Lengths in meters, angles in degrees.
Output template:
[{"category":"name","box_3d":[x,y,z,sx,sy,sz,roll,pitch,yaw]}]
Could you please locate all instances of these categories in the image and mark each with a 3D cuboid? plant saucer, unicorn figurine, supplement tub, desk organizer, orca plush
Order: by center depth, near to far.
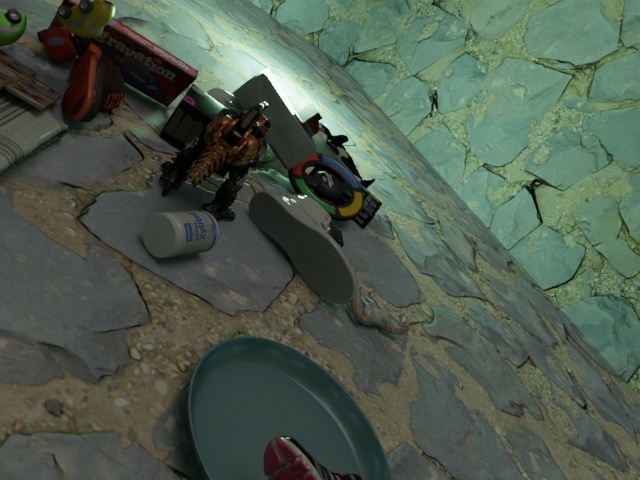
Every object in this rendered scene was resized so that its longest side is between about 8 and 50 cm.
[{"category":"plant saucer","box_3d":[-0.037,0.259,0.697,0.317,0.044,0.318,35,24,-18]},{"category":"supplement tub","box_3d":[-0.216,-0.011,0.864,0.071,0.071,0.107,47,22,14]},{"category":"unicorn figurine","box_3d":[0.119,0.151,1.150,0.161,0.060,0.111,-1,45,-37]},{"category":"desk organizer","box_3d":[-0.022,-0.317,1.436,0.047,0.050,0.130,54,8,-26]},{"category":"orca plush","box_3d":[0.067,-0.285,1.720,0.287,0.102,0.151,40,-12,-2]}]

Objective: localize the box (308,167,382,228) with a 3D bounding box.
[{"category":"box","box_3d":[0.075,-0.144,1.616,0.220,0.051,0.175,41,22,-1]}]

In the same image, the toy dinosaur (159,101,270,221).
[{"category":"toy dinosaur","box_3d":[-0.183,-0.162,0.999,0.164,0.218,0.322,47,23,11]}]

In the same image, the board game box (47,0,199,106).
[{"category":"board game box","box_3d":[-0.412,-0.389,1.154,0.281,0.145,0.027,27,59,-32]}]

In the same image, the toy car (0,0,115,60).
[{"category":"toy car","box_3d":[-0.504,-0.367,0.975,0.224,0.238,0.053,-16,97,-44]}]

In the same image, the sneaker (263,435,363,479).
[{"category":"sneaker","box_3d":[0.006,0.275,0.603,0.170,0.063,0.075,47,22,1]}]

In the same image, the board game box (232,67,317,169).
[{"category":"board game box","box_3d":[-0.114,-0.323,1.429,0.224,0.097,0.303,56,8,-17]}]

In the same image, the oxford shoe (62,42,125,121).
[{"category":"oxford shoe","box_3d":[-0.407,-0.284,1.024,0.098,0.097,0.271,34,23,-34]}]

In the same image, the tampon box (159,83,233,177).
[{"category":"tampon box","box_3d":[-0.244,-0.238,1.194,0.161,0.101,0.120,33,24,-21]}]

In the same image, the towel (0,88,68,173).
[{"category":"towel","box_3d":[-0.526,-0.192,0.704,0.312,0.056,0.324,36,23,-15]}]

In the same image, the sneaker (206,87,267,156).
[{"category":"sneaker","box_3d":[-0.214,-0.305,1.339,0.232,0.090,0.115,50,-3,23]}]

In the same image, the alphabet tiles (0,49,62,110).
[{"category":"alphabet tiles","box_3d":[-0.561,-0.305,0.817,0.342,0.011,0.285,32,9,-24]}]

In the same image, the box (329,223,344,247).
[{"category":"box","box_3d":[0.017,-0.021,1.337,0.083,0.018,0.067,32,24,-22]}]

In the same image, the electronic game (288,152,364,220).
[{"category":"electronic game","box_3d":[0.017,-0.146,1.459,0.229,0.048,0.229,21,45,-22]}]

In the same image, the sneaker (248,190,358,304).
[{"category":"sneaker","box_3d":[0.000,0.000,1.153,0.292,0.108,0.169,48,26,17]}]
